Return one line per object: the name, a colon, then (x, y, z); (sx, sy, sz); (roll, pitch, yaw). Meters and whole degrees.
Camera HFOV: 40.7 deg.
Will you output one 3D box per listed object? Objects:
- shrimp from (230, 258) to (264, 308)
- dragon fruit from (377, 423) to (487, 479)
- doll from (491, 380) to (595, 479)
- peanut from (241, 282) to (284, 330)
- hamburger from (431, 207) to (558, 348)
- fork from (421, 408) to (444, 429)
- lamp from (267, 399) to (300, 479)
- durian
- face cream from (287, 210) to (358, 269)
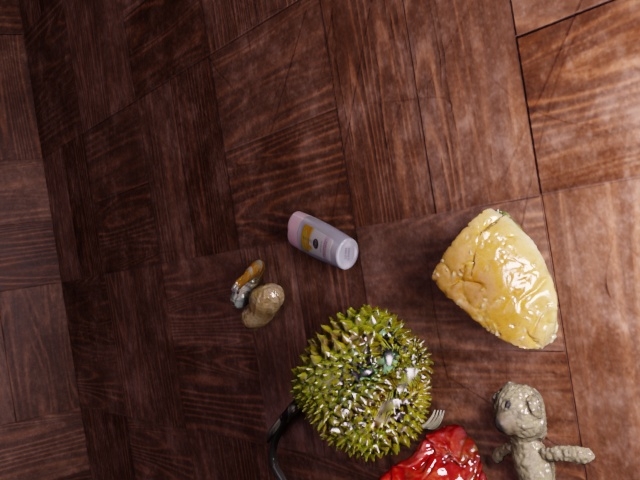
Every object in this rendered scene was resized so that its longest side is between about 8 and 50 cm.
shrimp: (-0.184, 0.117, 2.038); (0.049, 0.166, 0.161); (35, 112, 4)
dragon fruit: (0.183, 0.487, 1.574); (0.240, 0.302, 0.330); (-146, 71, -82)
doll: (0.340, 0.374, 1.394); (0.202, 0.091, 0.286); (-141, 41, -60)
peanut: (-0.141, 0.155, 2.047); (0.174, 0.080, 0.080); (-53, 54, 46)
hamburger: (0.288, 0.068, 1.347); (0.208, 0.135, 0.155); (56, 140, 30)
fork: (0.169, 0.369, 1.677); (0.219, 0.034, 0.028); (-41, 55, 51)
lamp: (-0.072, 0.528, 1.995); (0.283, 0.124, 0.203); (69, 154, 23)
durian: (0.072, 0.255, 1.590); (0.224, 0.291, 0.291); (-153, 61, -61)
face cream: (0.000, 0.000, 1.823); (0.198, 0.057, 0.084); (25, 116, 51)
